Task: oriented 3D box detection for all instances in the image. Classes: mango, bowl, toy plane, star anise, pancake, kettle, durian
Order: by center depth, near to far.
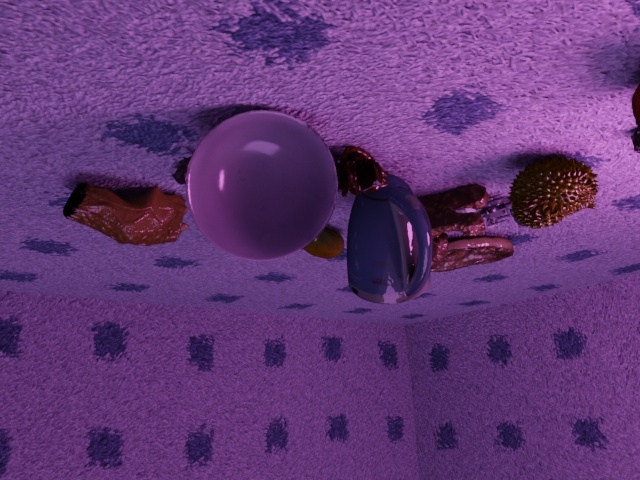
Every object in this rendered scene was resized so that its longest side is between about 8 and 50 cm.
[{"bbox_3d":[-0.141,-0.135,1.343,0.345,0.346,0.157,1,-165,-11],"label":"bowl"},{"bbox_3d":[0.066,-0.174,1.455,0.189,0.126,0.220,-7,-170,13],"label":"star anise"},{"bbox_3d":[-0.269,-0.171,1.473,0.196,0.073,0.212,8,162,-25],"label":"star anise"},{"bbox_3d":[0.629,-0.134,1.539,0.236,0.177,0.200,-11,-150,-18],"label":"durian"},{"bbox_3d":[0.209,-0.013,1.608,0.246,0.343,0.319,-20,-149,-25],"label":"kettle"},{"bbox_3d":[0.570,-0.101,1.831,0.233,0.083,0.160,-11,134,24],"label":"toy plane"},{"bbox_3d":[-0.005,0.003,2.047,0.137,0.091,0.237,-20,150,30],"label":"mango"},{"bbox_3d":[0.589,0.058,2.324,0.386,0.082,0.387,-6,162,-2],"label":"pancake"}]

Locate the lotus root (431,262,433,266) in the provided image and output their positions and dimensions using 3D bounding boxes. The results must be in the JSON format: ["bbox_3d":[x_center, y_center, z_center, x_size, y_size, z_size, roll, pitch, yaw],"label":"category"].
[{"bbox_3d":[0.317,0.063,2.198,0.283,0.146,0.160,-8,141,27],"label":"lotus root"}]

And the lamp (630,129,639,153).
[{"bbox_3d":[0.928,-0.211,1.360,0.313,0.182,0.182,-10,161,22],"label":"lamp"}]

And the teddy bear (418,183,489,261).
[{"bbox_3d":[0.386,-0.030,1.788,0.295,0.246,0.223,-2,139,28],"label":"teddy bear"}]

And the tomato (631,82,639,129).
[{"bbox_3d":[0.717,-0.303,1.168,0.173,0.099,0.189,-40,144,27],"label":"tomato"}]

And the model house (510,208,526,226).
[{"bbox_3d":[0.689,-0.093,1.924,0.078,0.066,0.083,-3,148,39],"label":"model house"}]

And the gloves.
[{"bbox_3d":[-0.542,-0.066,1.628,0.356,0.156,0.203,6,164,-37],"label":"gloves"}]
